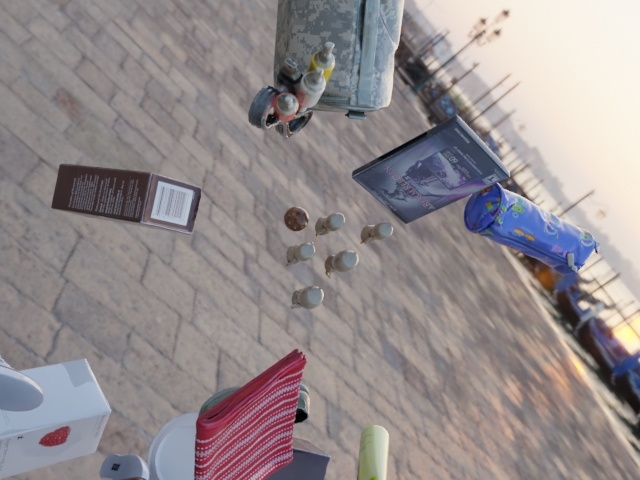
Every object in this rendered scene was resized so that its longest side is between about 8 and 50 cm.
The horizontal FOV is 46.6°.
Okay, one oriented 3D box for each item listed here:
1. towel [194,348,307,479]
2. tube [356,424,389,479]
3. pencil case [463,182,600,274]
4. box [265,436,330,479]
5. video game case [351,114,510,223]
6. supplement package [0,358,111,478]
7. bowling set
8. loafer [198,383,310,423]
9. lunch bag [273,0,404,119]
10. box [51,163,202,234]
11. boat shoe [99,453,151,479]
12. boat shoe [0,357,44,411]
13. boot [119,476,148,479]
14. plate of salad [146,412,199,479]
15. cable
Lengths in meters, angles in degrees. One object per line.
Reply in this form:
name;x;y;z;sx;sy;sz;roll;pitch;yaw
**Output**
towel;-0.104;0.298;1.093;0.031;0.274;0.199;35;47;29
tube;0.101;0.447;1.439;0.240;0.062;0.070;-72;155;-69
pencil case;0.467;-0.019;1.649;0.306;0.119;0.133;24;34;-21
box;-0.103;0.566;1.731;0.167;0.203;0.168;18;-7;-18
video game case;0.233;-0.143;1.590;0.196;0.274;0.026;38;42;-32
supplement package;-0.679;0.422;1.753;0.293;0.177;0.175;-7;45;-41
bowling set;0.000;0.000;1.643;0.199;0.287;0.154;51;-14;-5
loafer;-0.135;0.367;1.595;0.087;0.251;0.094;-125;-149;-58
lunch bag;0.045;-0.375;1.324;0.213;0.304;0.256;2;12;-20
box;-0.531;-0.115;2.016;0.382;0.143;0.191;11;-3;36
boat shoe;-0.405;0.511;1.600;0.076;0.229;0.080;36;61;-25
boat shoe;-0.690;0.268;1.522;0.268;0.096;0.088;31;22;-35
boot;-0.436;0.490;1.348;0.090;0.249;0.206;59;-16;25
plate of salad;-0.292;0.484;1.646;0.199;0.200;0.048;60;5;32
cable;-0.040;-0.182;1.085;0.072;0.139;0.287;38;-12;7
